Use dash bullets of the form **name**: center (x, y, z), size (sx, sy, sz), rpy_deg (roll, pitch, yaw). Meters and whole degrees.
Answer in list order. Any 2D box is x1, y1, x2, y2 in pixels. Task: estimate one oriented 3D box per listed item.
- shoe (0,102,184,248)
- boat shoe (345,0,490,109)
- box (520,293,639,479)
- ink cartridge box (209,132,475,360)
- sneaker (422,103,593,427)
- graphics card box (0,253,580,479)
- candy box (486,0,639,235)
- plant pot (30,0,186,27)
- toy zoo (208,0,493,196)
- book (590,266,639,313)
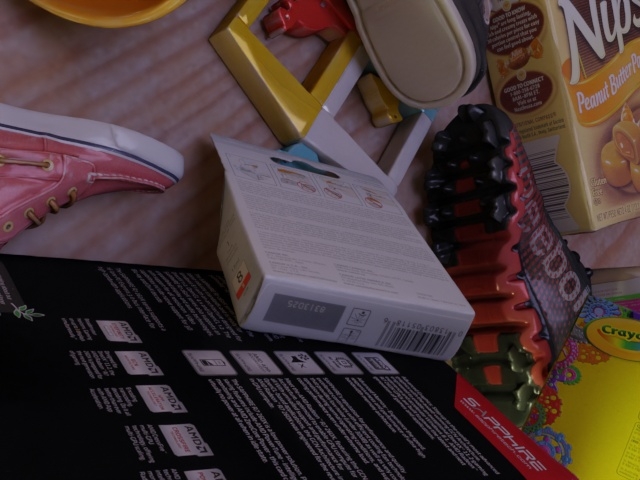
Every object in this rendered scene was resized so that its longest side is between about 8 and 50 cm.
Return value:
- **shoe**: center (-0.168, -0.031, 0.465), size (0.177, 0.063, 0.081), rpy_deg (11, 78, -32)
- **boat shoe**: center (0.040, -0.261, 0.602), size (0.335, 0.112, 0.095), rpy_deg (64, 35, -19)
- **box**: center (0.281, 0.231, 0.572), size (0.177, 0.289, 0.279), rpy_deg (-53, 152, -31)
- **ink cartridge box**: center (0.000, 0.000, 0.526), size (0.145, 0.179, 0.045), rpy_deg (12, 115, -26)
- **sneaker**: center (0.170, 0.016, 0.703), size (0.135, 0.097, 0.276), rpy_deg (-12, 93, -39)
- **graphics card box**: center (-0.075, 0.099, 0.407), size (0.370, 0.233, 0.094), rpy_deg (7, 112, -39)
- **candy box**: center (0.259, -0.172, 0.806), size (0.182, 0.087, 0.317), rpy_deg (-13, 92, -39)
- **plant pot**: center (-0.100, -0.259, 0.477), size (0.205, 0.205, 0.188), rpy_deg (56, 40, -18)
- **toy zoo**: center (0.031, -0.167, 0.660), size (0.192, 0.030, 0.293), rpy_deg (44, 59, -25)
- **book**: center (0.308, 0.094, 0.802), size (0.035, 0.096, 0.144), rpy_deg (-43, 110, -35)
